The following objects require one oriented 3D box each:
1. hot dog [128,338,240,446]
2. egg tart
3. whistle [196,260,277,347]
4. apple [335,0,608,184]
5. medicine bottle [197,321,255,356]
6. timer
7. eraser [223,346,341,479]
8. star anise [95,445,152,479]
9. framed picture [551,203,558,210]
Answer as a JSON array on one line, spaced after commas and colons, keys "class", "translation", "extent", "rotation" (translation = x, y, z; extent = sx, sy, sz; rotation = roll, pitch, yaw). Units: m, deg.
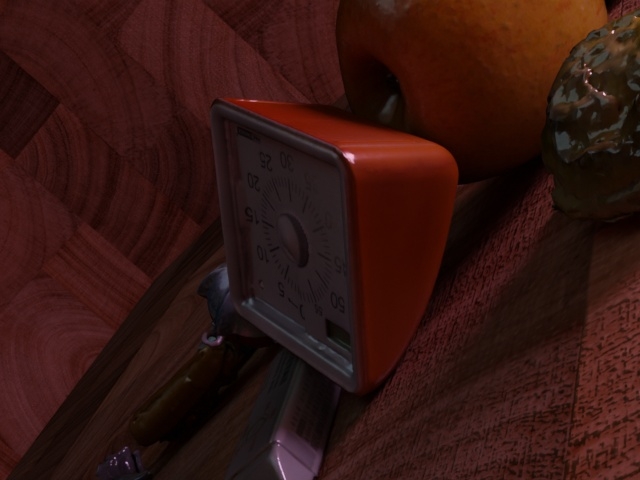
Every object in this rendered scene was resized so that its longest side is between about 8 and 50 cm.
[{"class": "hot dog", "translation": [-0.196, 0.231, 1.621], "extent": [0.249, 0.076, 0.102], "rotation": [-44, -2, 28]}, {"class": "egg tart", "translation": [0.266, -0.121, 0.882], "extent": [0.232, 0.098, 0.252], "rotation": [-56, 20, -20]}, {"class": "whistle", "translation": [-0.051, 0.042, 1.590], "extent": [0.142, 0.133, 0.346], "rotation": [11, 43, 42]}, {"class": "apple", "translation": [0.151, -0.210, 1.191], "extent": [0.275, 0.299, 0.299], "rotation": [-41, 5, -25]}, {"class": "medicine bottle", "translation": [-0.086, 0.086, 1.705], "extent": [0.258, 0.079, 0.124], "rotation": [-51, 10, -18]}, {"class": "timer", "translation": [0.000, 0.000, 1.119], "extent": [0.257, 0.161, 0.250], "rotation": [28, 115, 50]}, {"class": "eraser", "translation": [-0.031, 0.179, 1.134], "extent": [0.089, 0.061, 0.352], "rotation": [-44, 10, 25]}, {"class": "star anise", "translation": [-0.291, 0.368, 1.433], "extent": [0.229, 0.093, 0.236], "rotation": [-45, 8, 17]}, {"class": "framed picture", "translation": [0.311, -0.122, 0.978], "extent": [0.231, 0.010, 0.173], "rotation": [-50, 10, -14]}]
